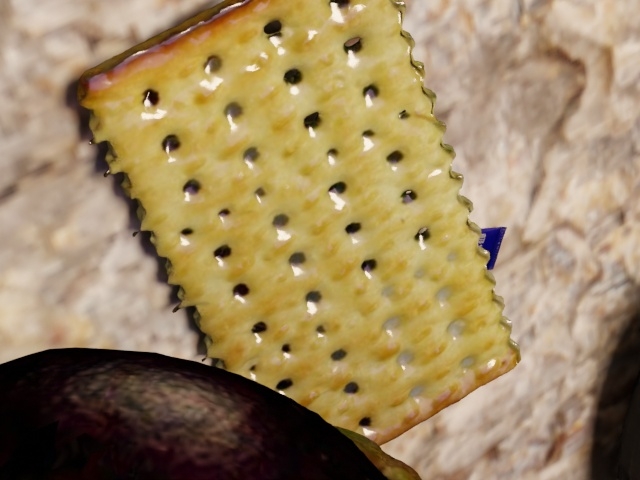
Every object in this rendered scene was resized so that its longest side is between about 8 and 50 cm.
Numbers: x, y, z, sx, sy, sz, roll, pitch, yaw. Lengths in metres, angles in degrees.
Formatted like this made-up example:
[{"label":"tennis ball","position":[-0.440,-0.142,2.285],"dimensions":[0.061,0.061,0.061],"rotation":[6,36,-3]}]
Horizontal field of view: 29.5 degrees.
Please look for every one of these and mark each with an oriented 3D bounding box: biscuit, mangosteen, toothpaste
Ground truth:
[{"label":"biscuit","position":[0.000,0.000,0.518],"dimensions":[0.139,0.016,0.231],"rotation":[-29,123,-7]},{"label":"mangosteen","position":[-0.073,0.166,0.427],"dimensions":[0.233,0.287,0.287],"rotation":[22,95,-8]},{"label":"toothpaste","position":[0.055,0.004,0.575],"dimensions":[0.083,0.015,0.024],"rotation":[-1,116,-38]}]

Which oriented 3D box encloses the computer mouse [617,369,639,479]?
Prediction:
[{"label":"computer mouse","position":[0.225,0.100,0.674],"dimensions":[0.138,0.086,0.269],"rotation":[-20,126,-32]}]
